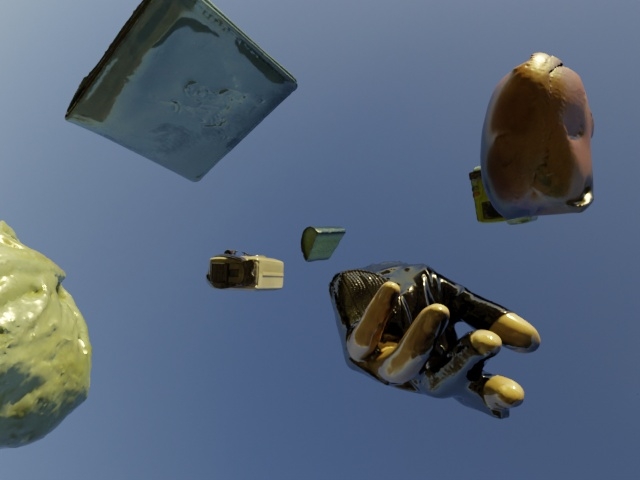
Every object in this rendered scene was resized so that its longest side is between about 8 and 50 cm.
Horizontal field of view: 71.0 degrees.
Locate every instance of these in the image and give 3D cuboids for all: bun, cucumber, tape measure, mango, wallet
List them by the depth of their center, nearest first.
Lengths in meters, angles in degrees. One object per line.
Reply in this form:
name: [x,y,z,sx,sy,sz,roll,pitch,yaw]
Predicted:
bun: [-0.268,0.058,0.350,0.212,0.204,0.126,0,-135,51]
wallet: [-0.218,-0.232,0.720,0.290,0.251,0.054,-36,-131,24]
mango: [0.375,-0.179,0.787,0.152,0.201,0.288,-8,-109,55]
cucumber: [0.000,0.000,1.269,0.062,0.115,0.116,57,-49,33]
tape measure: [-0.259,0.095,1.419,0.231,0.271,0.133,1,-93,16]

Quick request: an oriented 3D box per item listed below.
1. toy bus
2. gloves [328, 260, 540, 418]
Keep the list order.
toy bus: [0.464,-0.113,1.077,0.128,0.262,0.150,-9,-91,37]
gloves: [0.128,0.107,0.533,0.301,0.197,0.153,-171,-110,-77]
